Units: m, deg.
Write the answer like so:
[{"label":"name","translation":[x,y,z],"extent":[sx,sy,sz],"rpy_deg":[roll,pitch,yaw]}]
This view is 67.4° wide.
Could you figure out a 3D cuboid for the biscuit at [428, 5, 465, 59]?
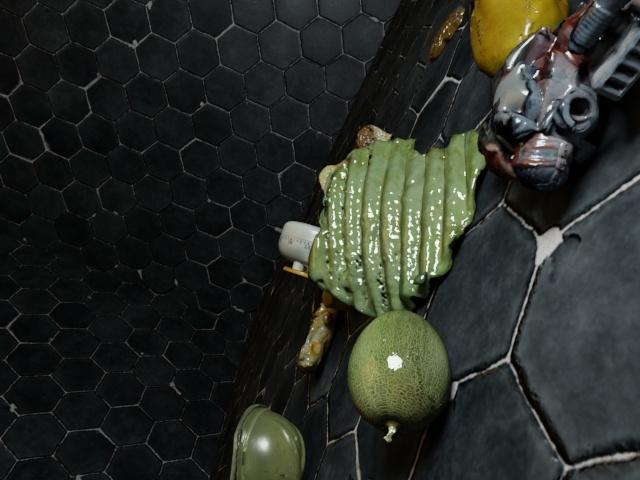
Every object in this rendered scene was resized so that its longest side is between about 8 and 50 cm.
[{"label":"biscuit","translation":[0.366,-0.611,1.413],"extent":[0.175,0.026,0.124],"rpy_deg":[131,159,-64]}]

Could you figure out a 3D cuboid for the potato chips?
[{"label":"potato chips","translation":[0.138,-0.038,0.929],"extent":[0.373,0.097,0.390],"rpy_deg":[13,82,51]}]

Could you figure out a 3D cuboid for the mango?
[{"label":"mango","translation":[0.304,-0.342,0.747],"extent":[0.151,0.156,0.249],"rpy_deg":[-19,37,27]}]

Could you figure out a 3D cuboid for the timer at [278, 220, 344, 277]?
[{"label":"timer","translation":[0.000,0.000,1.423],"extent":[0.233,0.233,0.240],"rpy_deg":[172,117,-80]}]

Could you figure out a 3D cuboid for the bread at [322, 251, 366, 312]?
[{"label":"bread","translation":[0.068,0.089,1.209],"extent":[0.065,0.103,0.188],"rpy_deg":[128,164,-61]}]

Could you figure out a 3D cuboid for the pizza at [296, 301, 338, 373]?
[{"label":"pizza","translation":[0.008,0.231,1.322],"extent":[0.189,0.071,0.297],"rpy_deg":[104,-174,-60]}]

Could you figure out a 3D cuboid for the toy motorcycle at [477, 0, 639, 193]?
[{"label":"toy motorcycle","translation":[0.288,-0.190,0.512],"extent":[0.401,0.134,0.207],"rpy_deg":[122,166,-53]}]

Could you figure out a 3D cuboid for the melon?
[{"label":"melon","translation":[0.106,0.181,0.651],"extent":[0.139,0.139,0.192],"rpy_deg":[-59,8,41]}]

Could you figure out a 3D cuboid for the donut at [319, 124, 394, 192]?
[{"label":"donut","translation":[0.119,-0.251,1.575],"extent":[0.295,0.112,0.151],"rpy_deg":[-43,-17,13]}]

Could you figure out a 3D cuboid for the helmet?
[{"label":"helmet","translation":[-0.104,0.513,1.093],"extent":[0.204,0.137,0.258],"rpy_deg":[37,-127,-62]}]
